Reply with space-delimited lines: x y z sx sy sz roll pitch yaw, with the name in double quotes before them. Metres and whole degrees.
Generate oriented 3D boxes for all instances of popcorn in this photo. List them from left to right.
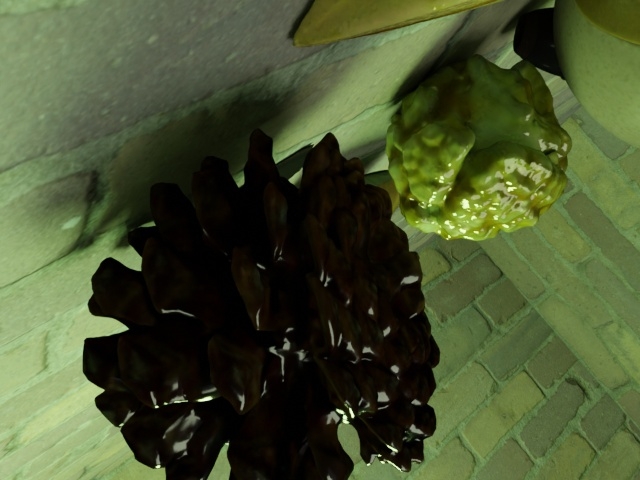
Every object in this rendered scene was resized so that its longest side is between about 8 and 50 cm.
"popcorn" 0.250 -0.141 1.104 0.336 0.279 0.274 -12 134 -43

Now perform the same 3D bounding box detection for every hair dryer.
"hair dryer" 0.457 -0.330 1.261 0.359 0.304 0.120 -111 -153 -79

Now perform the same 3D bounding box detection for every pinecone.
"pinecone" -0.061 0.091 0.747 0.398 0.397 0.397 -38 170 -8

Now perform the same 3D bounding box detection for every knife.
"knife" -0.095 -0.056 0.938 0.230 0.028 0.060 -39 158 -12

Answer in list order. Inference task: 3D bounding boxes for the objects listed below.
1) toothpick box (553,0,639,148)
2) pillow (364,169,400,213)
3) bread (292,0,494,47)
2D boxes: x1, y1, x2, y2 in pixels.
"toothpick box" 0.533 -0.325 0.872 0.409 0.409 0.425 -34 171 -28
"pillow" 0.000 0.000 1.236 0.312 0.119 0.310 -24 159 -51
"bread" 0.127 -0.217 0.613 0.168 0.163 0.264 -30 167 -47
